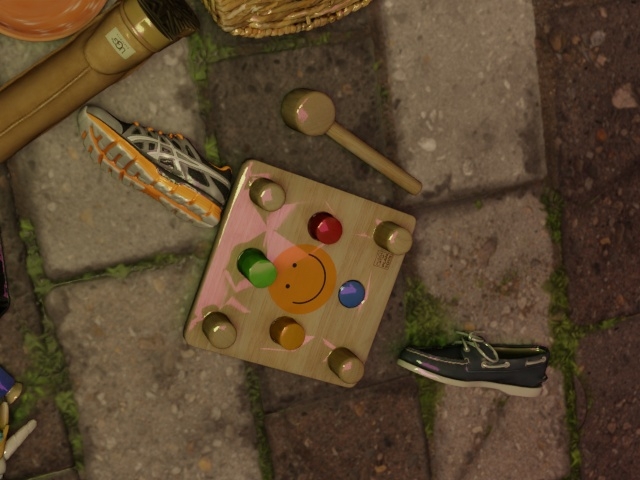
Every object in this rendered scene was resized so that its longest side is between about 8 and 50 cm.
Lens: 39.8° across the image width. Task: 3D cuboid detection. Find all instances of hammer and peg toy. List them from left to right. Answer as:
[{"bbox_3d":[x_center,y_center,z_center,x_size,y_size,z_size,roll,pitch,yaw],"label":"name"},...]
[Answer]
[{"bbox_3d":[0.000,0.000,1.159,0.266,0.127,0.361,19,94,-21],"label":"hammer and peg toy"}]

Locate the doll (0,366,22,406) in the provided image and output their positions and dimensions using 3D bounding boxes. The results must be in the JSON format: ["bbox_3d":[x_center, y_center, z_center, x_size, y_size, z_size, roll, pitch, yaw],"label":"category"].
[{"bbox_3d":[-0.465,0.153,1.081,0.189,0.046,0.129,44,85,-21],"label":"doll"}]

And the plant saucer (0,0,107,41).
[{"bbox_3d":[-0.330,-0.329,1.006,0.200,0.037,0.200,-14,115,-34],"label":"plant saucer"}]

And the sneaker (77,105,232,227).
[{"bbox_3d":[-0.205,-0.103,1.106,0.215,0.084,0.083,36,64,-19],"label":"sneaker"}]

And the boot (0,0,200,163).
[{"bbox_3d":[-0.282,-0.200,1.025,0.269,0.236,0.089,-32,104,15],"label":"boot"}]

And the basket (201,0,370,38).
[{"bbox_3d":[-0.037,-0.403,1.086,0.299,0.223,0.213,-25,140,-12],"label":"basket"}]

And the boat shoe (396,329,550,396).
[{"bbox_3d":[0.229,0.173,1.287,0.254,0.095,0.079,12,98,-21],"label":"boat shoe"}]

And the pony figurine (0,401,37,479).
[{"bbox_3d":[-0.491,0.389,1.026,0.351,0.303,0.363,-10,109,-40],"label":"pony figurine"}]

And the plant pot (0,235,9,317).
[{"bbox_3d":[-0.466,0.019,0.992,0.167,0.187,0.188,-5,103,-4],"label":"plant pot"}]
